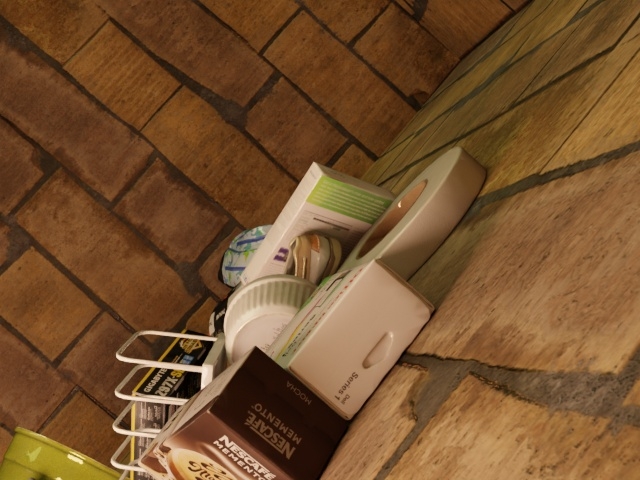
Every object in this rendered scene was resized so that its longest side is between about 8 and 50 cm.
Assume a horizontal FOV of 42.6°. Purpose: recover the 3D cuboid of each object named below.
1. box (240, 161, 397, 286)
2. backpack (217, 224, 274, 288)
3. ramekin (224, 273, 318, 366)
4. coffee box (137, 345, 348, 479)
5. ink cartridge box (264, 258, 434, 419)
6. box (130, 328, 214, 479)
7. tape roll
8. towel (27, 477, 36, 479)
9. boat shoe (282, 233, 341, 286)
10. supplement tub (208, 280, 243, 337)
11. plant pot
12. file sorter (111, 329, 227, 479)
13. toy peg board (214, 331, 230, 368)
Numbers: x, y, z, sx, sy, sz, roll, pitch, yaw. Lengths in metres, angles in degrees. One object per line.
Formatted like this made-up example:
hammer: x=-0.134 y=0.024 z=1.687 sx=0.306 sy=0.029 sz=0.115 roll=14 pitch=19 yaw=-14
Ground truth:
box: x=0.000 y=0.000 z=1.795 sx=0.322 sy=0.232 sz=0.058 roll=-55 pitch=40 yaw=21
backpack: x=-0.126 y=0.069 z=2.306 sx=0.355 sy=0.290 sz=0.273 roll=-130 pitch=49 yaw=-76
ramekin: x=-0.071 y=0.173 z=1.438 sx=0.207 sy=0.207 sz=0.109 roll=-47 pitch=14 yaw=18
coffee box: x=-0.117 y=0.285 z=1.141 sx=0.119 sy=0.168 sz=0.297 roll=-53 pitch=6 yaw=-39
ink cartridge box: x=0.025 y=0.149 z=1.227 sx=0.201 sy=0.117 sz=0.278 roll=-50 pitch=6 yaw=-16
box: x=-0.315 y=0.389 z=1.743 sx=0.257 sy=0.079 sz=0.322 roll=-54 pitch=-25 yaw=-61
tape roll: x=0.162 y=-0.018 z=1.589 sx=0.392 sy=0.072 sz=0.392 roll=-48 pitch=5 yaw=5
towel: x=-0.619 y=0.699 z=1.617 sx=0.271 sy=0.040 sz=0.370 roll=-40 pitch=49 yaw=12
boat shoe: x=-0.060 y=0.121 z=1.753 sx=0.113 sy=0.103 sz=0.302 roll=46 pitch=120 yaw=58
supplement tub: x=-0.164 y=0.198 z=2.078 sx=0.193 sy=0.193 sz=0.316 roll=-52 pitch=6 yaw=-36
plant pot: x=-0.621 y=0.666 z=1.857 sx=0.353 sy=0.366 sz=0.366 roll=-63 pitch=10 yaw=-24
file sorter: x=-0.268 y=0.317 z=1.463 sx=0.193 sy=0.173 sz=0.278 roll=-76 pitch=-9 yaw=-81
toy peg board: x=-0.199 y=0.298 z=1.907 sx=0.079 sy=0.160 sz=0.161 roll=-31 pitch=-9 yaw=-46
